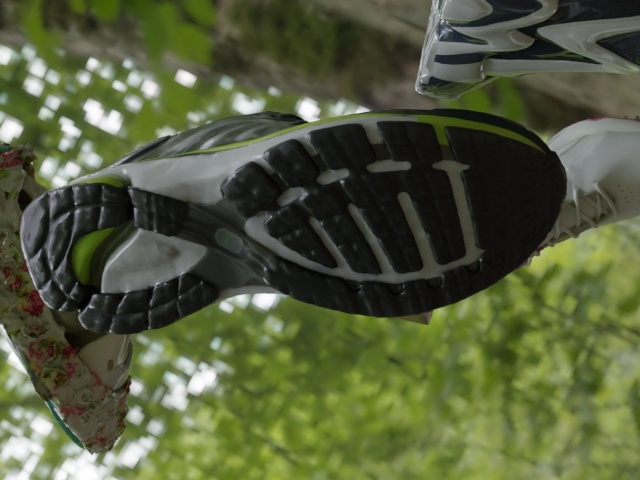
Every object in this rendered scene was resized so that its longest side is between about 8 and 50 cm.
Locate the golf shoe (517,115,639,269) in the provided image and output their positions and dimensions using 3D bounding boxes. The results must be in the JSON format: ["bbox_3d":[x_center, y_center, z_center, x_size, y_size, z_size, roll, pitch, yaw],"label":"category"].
[{"bbox_3d":[0.210,-0.027,1.587,0.115,0.306,0.140,51,-137,-35],"label":"golf shoe"}]

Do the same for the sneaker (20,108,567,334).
[{"bbox_3d":[-0.012,-0.029,0.901,0.121,0.299,0.111,-53,-47,-53],"label":"sneaker"}]

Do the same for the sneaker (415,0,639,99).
[{"bbox_3d":[0.130,-0.113,0.815,0.235,0.153,0.094,100,180,-78],"label":"sneaker"}]

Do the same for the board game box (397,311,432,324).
[{"bbox_3d":[0.000,0.000,1.325,0.281,0.145,0.027,59,-136,-67],"label":"board game box"}]

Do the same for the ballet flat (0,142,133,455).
[{"bbox_3d":[-0.163,0.038,1.063,0.091,0.077,0.241,-91,-22,-54],"label":"ballet flat"}]
